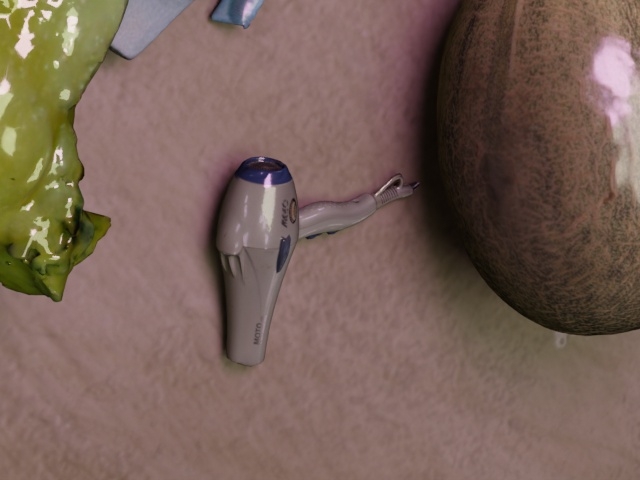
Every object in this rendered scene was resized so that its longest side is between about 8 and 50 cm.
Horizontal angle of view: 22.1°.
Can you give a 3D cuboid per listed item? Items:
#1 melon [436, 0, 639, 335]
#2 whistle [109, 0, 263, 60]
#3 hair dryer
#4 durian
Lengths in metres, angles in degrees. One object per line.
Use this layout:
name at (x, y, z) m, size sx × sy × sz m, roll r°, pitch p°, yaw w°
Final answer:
melon at (0.213, -0.082, 1.297) m, size 0.249 × 0.248 × 0.329 m, roll -21°, pitch 109°, yaw -26°
whistle at (-0.078, -0.253, 1.165) m, size 0.274 × 0.093 × 0.186 m, roll -58°, pitch 149°, yaw -2°
hair dryer at (-0.011, 0.018, 1.315) m, size 0.199 × 0.067 × 0.167 m, roll 2°, pitch 111°, yaw -47°
durian at (-0.251, -0.146, 1.028) m, size 0.340 × 0.204 × 0.255 m, roll 34°, pitch 80°, yaw -21°
